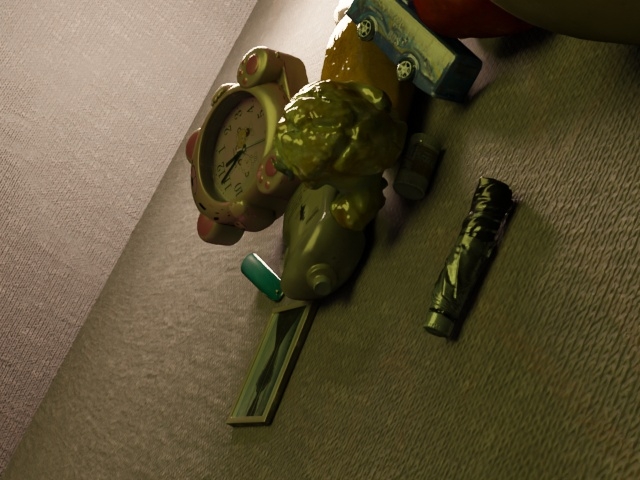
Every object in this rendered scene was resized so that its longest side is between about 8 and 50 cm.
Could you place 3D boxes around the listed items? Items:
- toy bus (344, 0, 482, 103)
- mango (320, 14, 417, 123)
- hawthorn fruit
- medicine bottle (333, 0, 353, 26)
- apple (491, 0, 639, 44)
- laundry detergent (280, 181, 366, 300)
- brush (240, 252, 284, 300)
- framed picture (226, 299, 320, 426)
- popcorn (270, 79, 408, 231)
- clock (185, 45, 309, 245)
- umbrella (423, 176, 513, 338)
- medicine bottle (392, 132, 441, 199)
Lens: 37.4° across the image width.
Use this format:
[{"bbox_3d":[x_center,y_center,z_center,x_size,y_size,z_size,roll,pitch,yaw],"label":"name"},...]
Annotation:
[{"bbox_3d":[0.134,-0.290,1.366,0.094,0.079,0.236,-53,53,23],"label":"toy bus"},{"bbox_3d":[0.074,-0.251,1.529,0.195,0.142,0.331,-48,26,46],"label":"mango"},{"bbox_3d":[0.230,-0.355,1.211,0.211,0.211,0.299,-59,31,3],"label":"hawthorn fruit"},{"bbox_3d":[0.095,-0.439,1.795,0.114,0.114,0.252,-61,19,-4],"label":"medicine bottle"},{"bbox_3d":[0.275,-0.412,0.839,0.473,0.473,0.473,-50,21,27],"label":"apple"},{"bbox_3d":[0.000,0.000,1.416,0.181,0.091,0.253,-48,22,27],"label":"laundry detergent"},{"bbox_3d":[-0.094,0.069,1.664,0.043,0.032,0.193,-55,31,1],"label":"brush"},{"bbox_3d":[-0.074,0.188,1.445,0.150,0.015,0.203,-21,42,61],"label":"framed picture"},{"bbox_3d":[0.029,-0.119,1.304,0.198,0.212,0.198,-16,5,1],"label":"popcorn"},{"bbox_3d":[-0.125,-0.151,1.652,0.309,0.114,0.284,-36,58,40],"label":"clock"},{"bbox_3d":[0.164,0.020,1.049,0.050,0.046,0.188,121,173,-78],"label":"umbrella"},{"bbox_3d":[0.133,-0.102,1.297,0.047,0.047,0.083,-25,39,60],"label":"medicine bottle"}]
